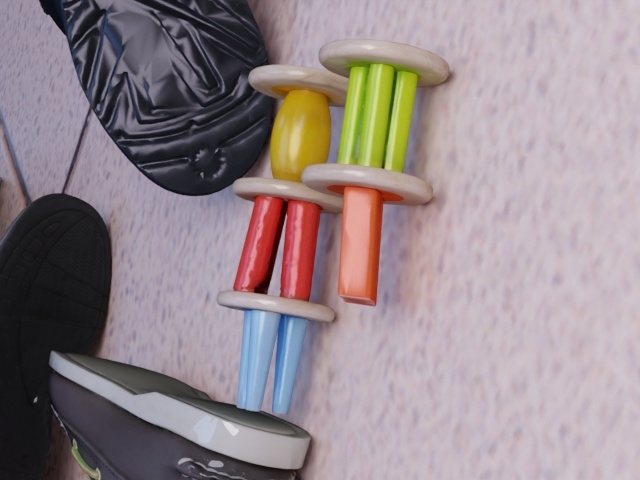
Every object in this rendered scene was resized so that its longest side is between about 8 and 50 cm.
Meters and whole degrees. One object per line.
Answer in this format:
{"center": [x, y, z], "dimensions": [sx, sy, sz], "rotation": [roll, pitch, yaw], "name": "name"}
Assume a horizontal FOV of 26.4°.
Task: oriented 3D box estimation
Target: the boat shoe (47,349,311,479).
{"center": [-0.085, 0.101, 0.665], "dimensions": [0.227, 0.081, 0.069], "rotation": [9, 84, 61], "name": "boat shoe"}

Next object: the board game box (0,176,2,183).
{"center": [-0.344, 0.048, 1.048], "dimensions": [0.303, 0.097, 0.224], "rotation": [-42, -37, -88], "name": "board game box"}

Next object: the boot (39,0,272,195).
{"center": [-0.106, -0.131, 0.777], "dimensions": [0.246, 0.094, 0.207], "rotation": [60, 176, 2], "name": "boot"}

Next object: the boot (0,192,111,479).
{"center": [-0.230, 0.089, 0.902], "dimensions": [0.178, 0.085, 0.236], "rotation": [-13, 58, 53], "name": "boot"}

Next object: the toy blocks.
{"center": [0.000, 0.000, 0.565], "dimensions": [0.123, 0.054, 0.148], "rotation": [-3, 78, 63], "name": "toy blocks"}
